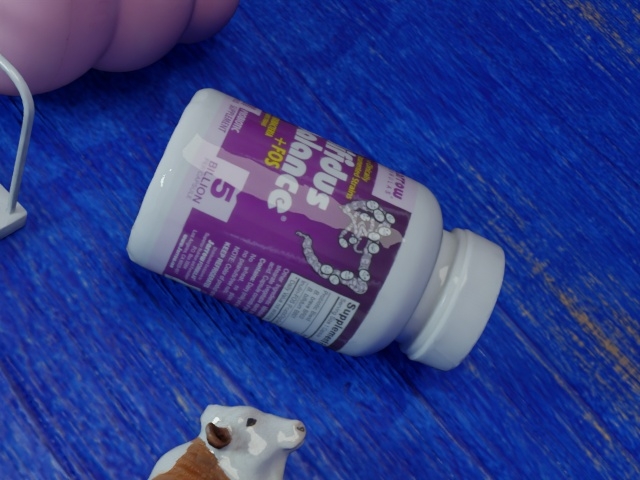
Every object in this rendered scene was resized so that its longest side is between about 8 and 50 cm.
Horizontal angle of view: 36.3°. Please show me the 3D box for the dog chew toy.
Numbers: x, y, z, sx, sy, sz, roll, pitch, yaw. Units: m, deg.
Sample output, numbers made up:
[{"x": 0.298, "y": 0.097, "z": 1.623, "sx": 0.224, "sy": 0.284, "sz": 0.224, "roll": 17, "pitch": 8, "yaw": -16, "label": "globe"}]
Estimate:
[{"x": -0.214, "y": -0.247, "z": 0.926, "sx": 0.332, "sy": 0.206, "sz": 0.206, "roll": -13, "pitch": 62, "yaw": -40, "label": "dog chew toy"}]

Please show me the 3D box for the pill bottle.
[{"x": 0.000, "y": 0.000, "z": 0.854, "sx": 0.302, "sy": 0.169, "sz": 0.169, "roll": 24, "pitch": 50, "yaw": -7, "label": "pill bottle"}]

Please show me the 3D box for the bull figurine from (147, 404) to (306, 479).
[{"x": -0.103, "y": 0.247, "z": 0.671, "sx": 0.310, "sy": 0.101, "sz": 0.188, "roll": -31, "pitch": 75, "yaw": -38, "label": "bull figurine"}]

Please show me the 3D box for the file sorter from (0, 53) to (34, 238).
[{"x": -0.382, "y": -0.059, "z": 0.721, "sx": 0.193, "sy": 0.173, "sz": 0.278, "roll": 44, "pitch": 51, "yaw": 10, "label": "file sorter"}]
